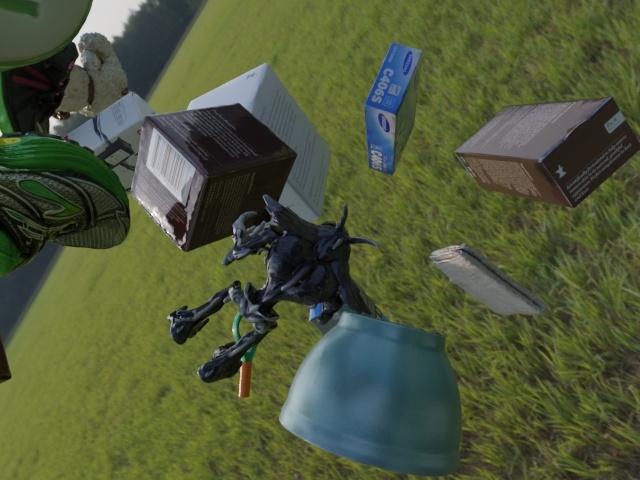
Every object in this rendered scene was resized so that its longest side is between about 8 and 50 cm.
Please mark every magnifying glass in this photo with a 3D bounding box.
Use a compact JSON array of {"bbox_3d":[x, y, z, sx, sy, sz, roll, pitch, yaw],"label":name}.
[{"bbox_3d":[-0.189,0.285,1.325,0.026,0.092,0.230,-1,86,41],"label":"magnifying glass"}]

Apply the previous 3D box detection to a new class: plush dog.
[{"bbox_3d":[-0.669,-0.434,1.466,0.225,0.211,0.262,-25,-34,-46],"label":"plush dog"}]

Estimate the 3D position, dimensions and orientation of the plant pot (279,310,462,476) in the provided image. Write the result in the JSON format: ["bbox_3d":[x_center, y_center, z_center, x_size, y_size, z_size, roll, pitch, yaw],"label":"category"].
[{"bbox_3d":[0.099,0.227,0.844,0.293,0.293,0.196,2,76,64],"label":"plant pot"}]

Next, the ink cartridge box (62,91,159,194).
[{"bbox_3d":[-0.469,-0.207,1.209,0.237,0.172,0.100,-30,60,8],"label":"ink cartridge box"}]

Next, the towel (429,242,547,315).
[{"bbox_3d":[0.426,0.109,1.339,0.049,0.282,0.187,-56,5,-13],"label":"towel"}]

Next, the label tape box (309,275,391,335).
[{"bbox_3d":[0.105,0.253,1.593,0.106,0.333,0.240,-31,26,19],"label":"label tape box"}]

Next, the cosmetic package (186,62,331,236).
[{"bbox_3d":[-0.211,-0.261,1.630,0.328,0.393,0.329,-16,44,28],"label":"cosmetic package"}]

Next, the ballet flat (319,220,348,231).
[{"bbox_3d":[0.000,0.000,1.130,0.058,0.084,0.250,-44,-13,33],"label":"ballet flat"}]

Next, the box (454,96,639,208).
[{"bbox_3d":[0.490,-0.206,1.174,0.191,0.143,0.381,-41,15,0],"label":"box"}]

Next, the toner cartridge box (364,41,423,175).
[{"bbox_3d":[0.175,-0.300,1.251,0.348,0.075,0.165,63,-132,-75],"label":"toner cartridge box"}]

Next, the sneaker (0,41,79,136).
[{"bbox_3d":[-0.630,-0.360,1.135,0.185,0.202,0.482,36,131,49],"label":"sneaker"}]

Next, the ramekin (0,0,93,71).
[{"bbox_3d":[-0.441,-0.361,0.646,0.148,0.303,0.303,20,79,39],"label":"ramekin"}]

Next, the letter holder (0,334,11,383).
[{"bbox_3d":[-0.726,0.167,0.884,0.152,0.302,0.214,-25,72,3],"label":"letter holder"}]

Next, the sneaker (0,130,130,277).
[{"bbox_3d":[-0.301,-0.022,0.486,0.134,0.146,0.343,-28,-12,12],"label":"sneaker"}]

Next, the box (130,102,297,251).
[{"bbox_3d":[-0.185,-0.115,0.895,0.203,0.168,0.167,-23,-31,-45],"label":"box"}]

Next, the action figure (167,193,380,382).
[{"bbox_3d":[-0.048,0.043,0.578,0.276,0.164,0.141,-37,12,25],"label":"action figure"}]
